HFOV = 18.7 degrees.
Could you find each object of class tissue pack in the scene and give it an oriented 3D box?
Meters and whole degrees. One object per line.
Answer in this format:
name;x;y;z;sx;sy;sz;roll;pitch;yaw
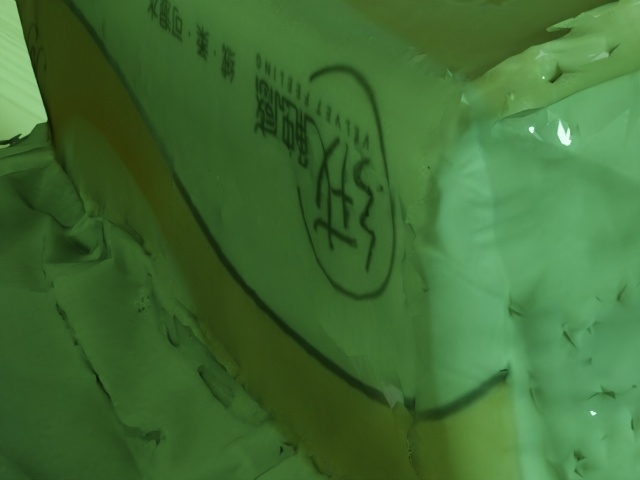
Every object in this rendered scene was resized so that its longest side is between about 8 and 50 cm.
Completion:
tissue pack;0.000;0.000;0.515;0.239;0.238;0.305;29;8;-33
